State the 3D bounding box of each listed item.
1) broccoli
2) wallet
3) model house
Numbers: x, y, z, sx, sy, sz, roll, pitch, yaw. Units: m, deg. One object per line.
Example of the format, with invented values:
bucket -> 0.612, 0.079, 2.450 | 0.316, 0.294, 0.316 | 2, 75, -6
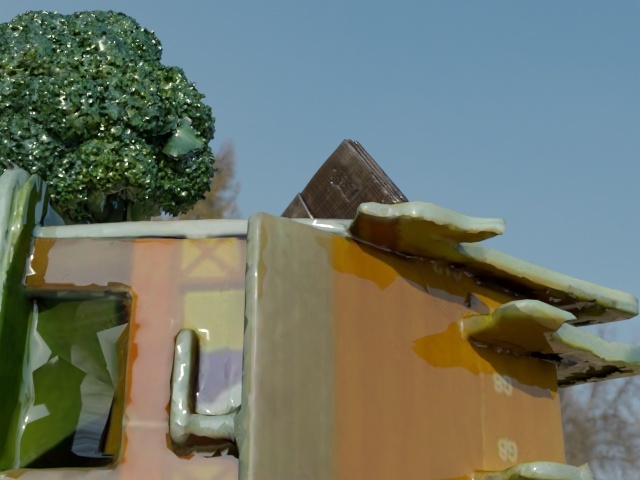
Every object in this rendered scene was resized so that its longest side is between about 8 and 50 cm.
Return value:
broccoli -> -0.161, -0.070, 0.649 | 0.195, 0.195, 0.156 | 9, -34, 34
wallet -> 0.000, 0.000, 1.195 | 0.042, 0.230, 0.124 | 7, 39, -51
model house -> 0.011, 0.140, 0.514 | 0.313, 0.242, 0.357 | 2, -27, 1
